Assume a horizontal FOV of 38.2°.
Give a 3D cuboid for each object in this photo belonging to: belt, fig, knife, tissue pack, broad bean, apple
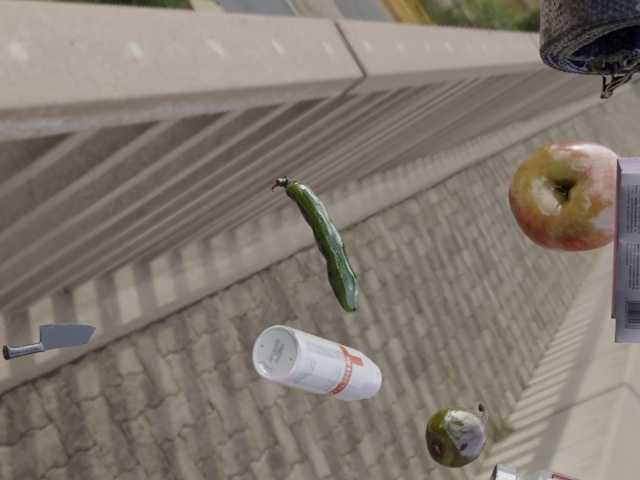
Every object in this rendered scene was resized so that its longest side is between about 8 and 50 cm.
[{"bbox_3d":[0.258,-0.197,0.783,0.230,0.140,0.126,17,73,-84],"label":"belt"},{"bbox_3d":[0.307,0.390,1.926,0.236,0.124,0.124,-15,75,-54],"label":"fig"},{"bbox_3d":[-0.562,0.204,1.937,0.230,0.028,0.059,-6,92,-51],"label":"knife"},{"bbox_3d":[0.475,0.014,1.250,0.092,0.149,0.246,-49,138,-67],"label":"tissue pack"},{"bbox_3d":[0.002,-0.003,1.306,0.039,0.069,0.226,-15,67,-37],"label":"broad bean"},{"bbox_3d":[0.436,-0.077,1.598,0.164,0.210,0.209,9,55,-63],"label":"apple"}]

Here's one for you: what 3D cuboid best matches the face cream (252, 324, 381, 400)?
[{"bbox_3d":[0.010,0.231,1.668,0.346,0.102,0.101,26,40,-55],"label":"face cream"}]

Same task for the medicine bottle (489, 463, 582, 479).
[{"bbox_3d":[0.340,0.383,1.216,0.131,0.250,0.131,15,90,-81],"label":"medicine bottle"}]
